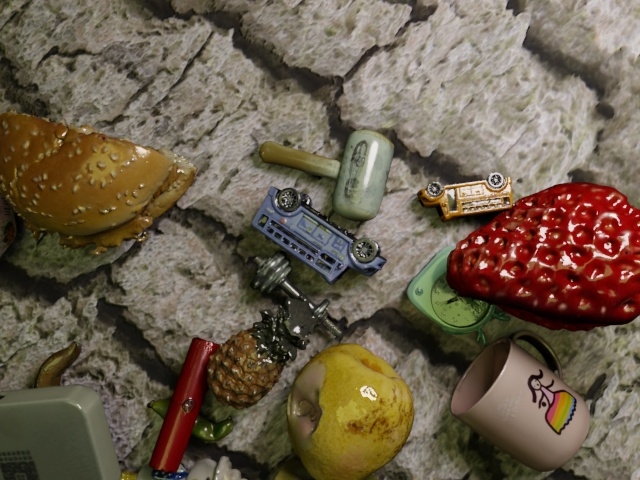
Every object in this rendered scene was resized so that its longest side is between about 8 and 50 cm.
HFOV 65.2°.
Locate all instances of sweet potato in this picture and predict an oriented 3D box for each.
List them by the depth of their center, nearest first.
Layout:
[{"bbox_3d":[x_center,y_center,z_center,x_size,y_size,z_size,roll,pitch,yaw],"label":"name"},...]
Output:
[{"bbox_3d":[-0.633,0.346,1.181,0.081,0.062,0.233,15,84,-11],"label":"sweet potato"}]

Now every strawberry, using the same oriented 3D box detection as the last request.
[{"bbox_3d":[0.410,0.029,0.937,0.344,0.317,0.296,2,115,-4],"label":"strawberry"}]

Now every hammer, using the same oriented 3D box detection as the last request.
[{"bbox_3d":[0.001,-0.166,1.128,0.305,0.113,0.202,14,84,13],"label":"hammer"}]

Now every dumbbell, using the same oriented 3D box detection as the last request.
[{"bbox_3d":[-0.050,0.123,1.111,0.254,0.110,0.110,41,91,2],"label":"dumbbell"}]

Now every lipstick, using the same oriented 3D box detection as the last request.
[{"bbox_3d":[-0.293,0.353,1.095,0.073,0.073,0.280,13,69,8],"label":"lipstick"}]

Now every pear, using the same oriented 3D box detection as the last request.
[{"bbox_3d":[0.052,0.346,1.002,0.271,0.271,0.271,-1,85,7],"label":"pear"}]

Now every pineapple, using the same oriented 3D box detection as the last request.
[{"bbox_3d":[-0.109,0.229,1.057,0.278,0.158,0.158,-42,82,18],"label":"pineapple"}]

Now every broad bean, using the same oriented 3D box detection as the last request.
[{"bbox_3d":[-0.300,0.404,1.140,0.213,0.048,0.071,14,87,7],"label":"broad bean"}]

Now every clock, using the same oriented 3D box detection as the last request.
[{"bbox_3d":[0.301,0.128,1.082,0.159,0.066,0.211,-45,82,2],"label":"clock"}]

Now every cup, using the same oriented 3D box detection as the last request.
[{"bbox_3d":[0.414,0.308,1.009,0.200,0.191,0.253,36,58,5],"label":"cup"}]

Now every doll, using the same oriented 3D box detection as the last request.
[{"bbox_3d":[-0.299,0.539,1.094,0.293,0.119,0.138,-4,62,7],"label":"doll"}]

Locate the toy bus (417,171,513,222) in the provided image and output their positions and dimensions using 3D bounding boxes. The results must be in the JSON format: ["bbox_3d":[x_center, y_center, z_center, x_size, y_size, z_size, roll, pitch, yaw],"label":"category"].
[{"bbox_3d":[0.312,-0.090,1.089,0.194,0.083,0.088,-8,85,6],"label":"toy bus"}]

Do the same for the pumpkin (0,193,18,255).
[{"bbox_3d":[-0.864,-0.043,1.175,0.260,0.189,0.261,-1,84,8],"label":"pumpkin"}]

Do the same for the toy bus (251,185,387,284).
[{"bbox_3d":[0.000,0.000,1.099,0.292,0.125,0.133,34,96,10],"label":"toy bus"}]

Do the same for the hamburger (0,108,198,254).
[{"bbox_3d":[-0.530,-0.116,1.110,0.445,0.268,0.287,11,91,7],"label":"hamburger"}]

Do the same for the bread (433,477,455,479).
[{"bbox_3d":[0.295,0.532,1.057,0.062,0.049,0.103,-37,84,3],"label":"bread"}]

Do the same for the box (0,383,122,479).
[{"bbox_3d":[-0.634,0.510,1.114,0.366,0.090,0.373,-6,104,7],"label":"box"}]

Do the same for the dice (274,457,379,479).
[{"bbox_3d":[0.003,0.588,0.992,0.226,0.238,0.233,5,87,8],"label":"dice"}]
